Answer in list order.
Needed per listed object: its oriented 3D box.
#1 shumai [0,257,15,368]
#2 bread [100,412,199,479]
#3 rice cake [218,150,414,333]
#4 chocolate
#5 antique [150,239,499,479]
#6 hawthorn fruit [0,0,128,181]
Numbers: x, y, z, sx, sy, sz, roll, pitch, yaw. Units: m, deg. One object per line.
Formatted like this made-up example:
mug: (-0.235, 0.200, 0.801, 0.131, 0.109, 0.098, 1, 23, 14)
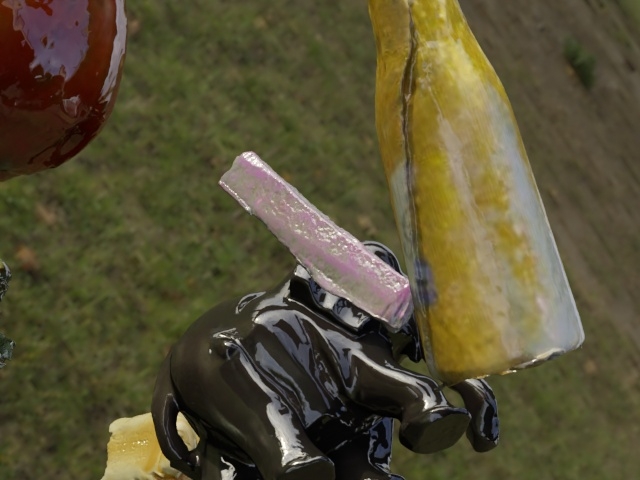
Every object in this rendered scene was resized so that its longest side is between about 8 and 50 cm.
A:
shumai: (-0.223, 0.044, 0.886, 0.082, 0.080, 0.083, 5, 21, -40)
bread: (-0.219, 0.284, 1.933, 0.084, 0.177, 0.119, 34, 57, -31)
rice cake: (0.000, 0.000, 1.155, 0.207, 0.047, 0.036, 42, 10, 30)
chocolate: (0.065, -0.041, 0.739, 0.086, 0.086, 0.219, -14, 88, -69)
antique: (-0.007, 0.142, 1.476, 0.185, 0.322, 0.255, 84, -14, -49)
hawthorn fruit: (-0.272, -0.159, 1.092, 0.275, 0.275, 0.299, 1, 82, -67)
